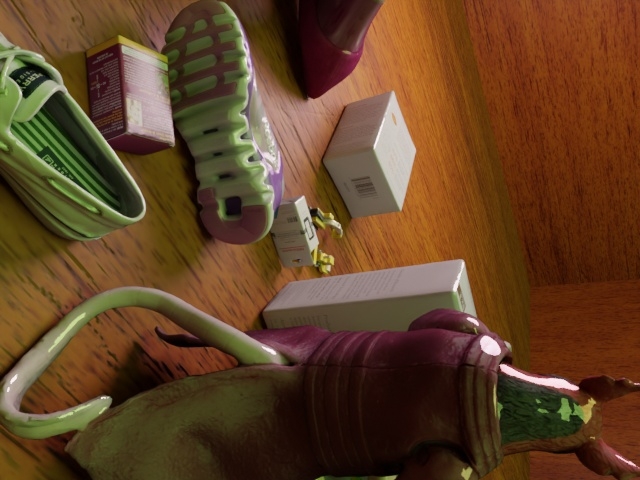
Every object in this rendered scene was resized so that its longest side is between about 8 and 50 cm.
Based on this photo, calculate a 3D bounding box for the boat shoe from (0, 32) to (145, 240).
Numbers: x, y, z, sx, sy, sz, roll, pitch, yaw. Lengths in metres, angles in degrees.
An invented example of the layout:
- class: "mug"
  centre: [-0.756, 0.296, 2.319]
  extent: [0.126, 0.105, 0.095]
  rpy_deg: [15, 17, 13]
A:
- class: "boat shoe"
  centre: [-0.197, -0.093, 0.321]
  extent: [0.226, 0.075, 0.083]
  rpy_deg: [55, 38, -40]

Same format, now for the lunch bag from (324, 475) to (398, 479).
- class: "lunch bag"
  centre: [0.066, 0.277, 0.655]
  extent: [0.151, 0.128, 0.096]
  rpy_deg: [57, 37, -40]

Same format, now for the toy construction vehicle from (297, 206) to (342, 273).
- class: "toy construction vehicle"
  centre: [0.000, 0.000, 0.701]
  extent: [0.098, 0.035, 0.086]
  rpy_deg: [43, 47, -49]

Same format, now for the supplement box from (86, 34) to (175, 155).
- class: "supplement box"
  centre: [-0.162, -0.121, 0.427]
  extent: [0.055, 0.043, 0.083]
  rpy_deg: [4, 79, -61]

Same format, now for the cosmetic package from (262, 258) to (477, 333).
- class: "cosmetic package"
  centre: [0.059, 0.102, 0.577]
  extent: [0.085, 0.231, 0.118]
  rpy_deg: [-49, 126, -58]

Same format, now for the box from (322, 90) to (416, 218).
- class: "box"
  centre: [0.088, -0.144, 0.841]
  extent: [0.130, 0.091, 0.171]
  rpy_deg: [59, 36, -35]

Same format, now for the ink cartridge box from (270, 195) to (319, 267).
- class: "ink cartridge box"
  centre: [-0.034, -0.010, 0.627]
  extent: [0.028, 0.048, 0.083]
  rpy_deg: [-45, 123, -56]

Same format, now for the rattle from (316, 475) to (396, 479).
- class: "rattle"
  centre: [-0.007, 0.270, 0.505]
  extent: [0.130, 0.142, 0.200]
  rpy_deg: [41, 43, -40]

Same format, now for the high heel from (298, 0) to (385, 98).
- class: "high heel"
  centre: [-0.002, -0.403, 0.790]
  extent: [0.127, 0.181, 0.377]
  rpy_deg: [16, 47, -24]

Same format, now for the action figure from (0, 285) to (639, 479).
- class: "action figure"
  centre: [0.024, 0.103, 0.369]
  extent: [0.276, 0.370, 0.248]
  rpy_deg: [59, 34, -31]

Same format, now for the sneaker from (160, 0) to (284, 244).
- class: "sneaker"
  centre: [-0.090, -0.119, 0.521]
  extent: [0.104, 0.095, 0.237]
  rpy_deg: [-42, 125, -64]
